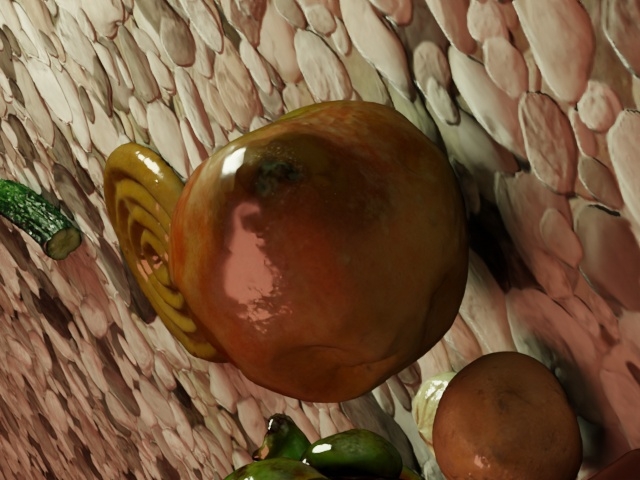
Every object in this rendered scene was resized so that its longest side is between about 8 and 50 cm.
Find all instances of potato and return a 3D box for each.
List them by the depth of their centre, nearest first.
[{"bbox_3d":[0.128,0.134,1.167,0.112,0.112,0.147,57,175,8],"label":"potato"}]

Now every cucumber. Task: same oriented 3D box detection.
[{"bbox_3d":[-0.364,-0.030,2.103,0.187,0.058,0.058,31,144,50],"label":"cucumber"}]

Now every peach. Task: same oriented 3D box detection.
[{"bbox_3d":[0.000,0.000,1.132,0.214,0.214,0.235,54,179,17],"label":"peach"}]

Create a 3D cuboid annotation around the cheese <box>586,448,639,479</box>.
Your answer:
[{"bbox_3d":[0.168,0.246,1.178,0.177,0.128,0.203,6,124,63],"label":"cheese"}]

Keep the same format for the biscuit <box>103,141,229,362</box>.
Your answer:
[{"bbox_3d":[-0.158,0.018,1.737,0.262,0.037,0.262,46,154,31],"label":"biscuit"}]

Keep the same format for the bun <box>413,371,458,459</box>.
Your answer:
[{"bbox_3d":[0.103,0.145,1.293,0.086,0.054,0.086,48,155,31],"label":"bun"}]

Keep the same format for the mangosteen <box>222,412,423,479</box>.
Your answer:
[{"bbox_3d":[0.004,0.312,1.391,0.300,0.300,0.300,47,154,31],"label":"mangosteen"}]
